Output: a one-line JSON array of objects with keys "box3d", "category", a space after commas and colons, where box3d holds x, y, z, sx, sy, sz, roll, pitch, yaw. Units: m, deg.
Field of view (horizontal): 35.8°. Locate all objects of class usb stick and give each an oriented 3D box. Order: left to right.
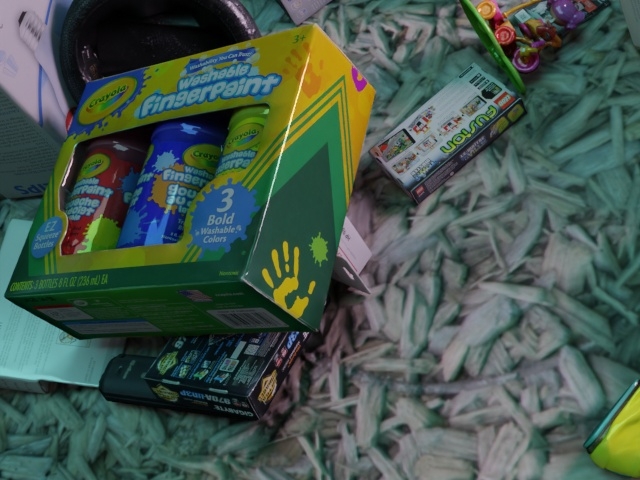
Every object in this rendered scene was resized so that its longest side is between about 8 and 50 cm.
[{"box3d": [-0.189, 0.202, 1.383, 0.278, 0.045, 0.077, 2, 59, 29], "category": "usb stick"}]

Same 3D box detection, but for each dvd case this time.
[{"box3d": [0.359, -0.345, 1.477, 0.119, 0.013, 0.087, -34, 50, 3], "category": "dvd case"}]

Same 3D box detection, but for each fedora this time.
[{"box3d": [-0.254, -0.309, 1.641, 0.334, 0.334, 0.152, -28, 19, 9], "category": "fedora"}]

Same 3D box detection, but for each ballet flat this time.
[{"box3d": [0.382, 0.163, 1.103, 0.077, 0.077, 0.231, 33, 80, 17], "category": "ballet flat"}]

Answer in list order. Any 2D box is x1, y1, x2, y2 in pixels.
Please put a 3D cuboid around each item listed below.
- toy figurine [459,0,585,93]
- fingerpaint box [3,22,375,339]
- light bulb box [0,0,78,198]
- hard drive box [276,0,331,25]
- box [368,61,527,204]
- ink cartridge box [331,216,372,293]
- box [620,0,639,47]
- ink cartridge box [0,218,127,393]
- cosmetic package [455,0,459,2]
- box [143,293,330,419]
[{"box3d": [0.311, -0.321, 1.416, 0.159, 0.130, 0.173, -32, 73, 9], "category": "toy figurine"}, {"box3d": [-0.182, -0.067, 1.354, 0.445, 0.163, 0.371, -5, 59, 36], "category": "fingerpaint box"}, {"box3d": [-0.505, -0.316, 1.684, 0.225, 0.361, 0.357, -3, 58, 24], "category": "light bulb box"}, {"box3d": [-0.003, -0.512, 1.726, 0.232, 0.089, 0.181, -35, 50, 3], "category": "hard drive box"}, {"box3d": [0.182, -0.157, 1.431, 0.207, 0.036, 0.114, -40, 50, -1], "category": "box"}, {"box3d": [0.000, 0.000, 1.379, 0.180, 0.104, 0.060, 23, 71, 36], "category": "ink cartridge box"}, {"box3d": [0.556, -0.338, 1.191, 0.215, 0.168, 0.345, -39, 33, -15], "category": "box"}, {"box3d": [-0.405, 0.105, 1.554, 0.239, 0.060, 0.275, 7, 60, 3], "category": "ink cartridge box"}, {"box3d": [0.297, -0.467, 1.524, 0.231, 0.117, 0.085, -14, 54, 17], "category": "cosmetic package"}, {"box3d": [-0.110, 0.132, 1.346, 0.175, 0.051, 0.220, 4, 45, 31], "category": "box"}]
